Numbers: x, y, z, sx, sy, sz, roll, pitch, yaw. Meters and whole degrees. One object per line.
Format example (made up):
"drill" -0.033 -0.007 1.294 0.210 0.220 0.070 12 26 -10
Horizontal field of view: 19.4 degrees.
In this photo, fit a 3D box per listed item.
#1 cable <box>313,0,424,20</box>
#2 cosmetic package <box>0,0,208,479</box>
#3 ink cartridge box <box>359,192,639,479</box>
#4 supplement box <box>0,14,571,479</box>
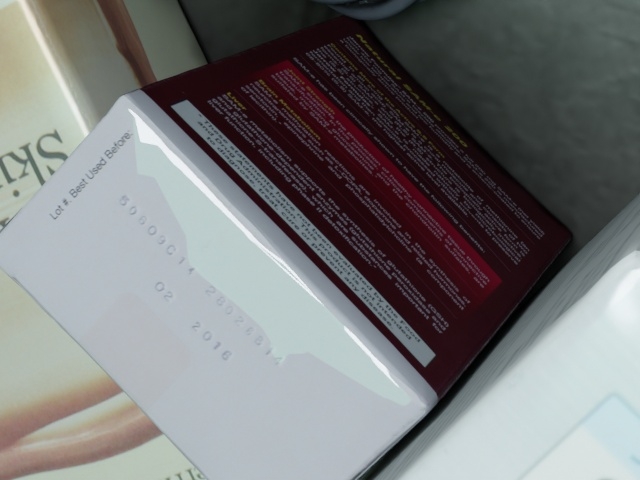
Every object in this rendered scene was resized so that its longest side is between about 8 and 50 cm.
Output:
"cable" 0.016 -0.178 0.696 0.150 0.047 0.184 26 105 20
"cosmetic package" -0.121 -0.025 0.745 0.153 0.129 0.296 -25 95 22
"ink cartridge box" 0.032 0.123 0.634 0.091 0.308 0.385 44 113 5
"supplement box" 0.000 0.000 0.649 0.130 0.239 0.073 46 112 4
